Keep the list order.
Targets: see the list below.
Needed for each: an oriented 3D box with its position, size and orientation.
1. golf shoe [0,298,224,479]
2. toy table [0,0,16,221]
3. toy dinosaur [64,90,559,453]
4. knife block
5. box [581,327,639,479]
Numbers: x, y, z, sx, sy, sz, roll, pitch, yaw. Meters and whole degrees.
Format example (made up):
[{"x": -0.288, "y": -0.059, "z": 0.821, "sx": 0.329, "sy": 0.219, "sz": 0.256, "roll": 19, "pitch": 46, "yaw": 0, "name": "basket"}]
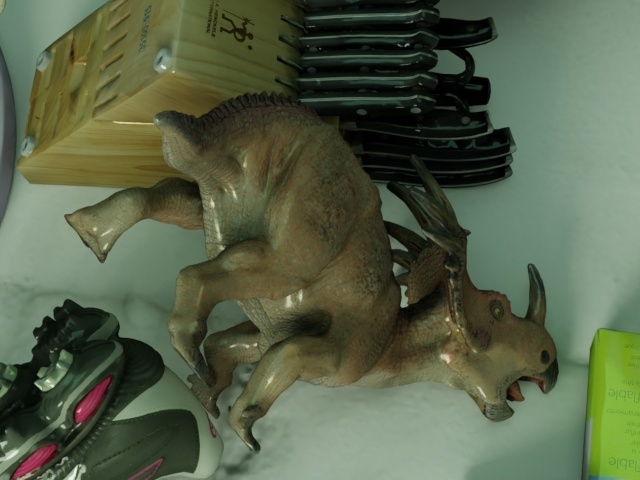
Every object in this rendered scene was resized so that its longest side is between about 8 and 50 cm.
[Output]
[{"x": -0.178, "y": 0.159, "z": 0.652, "sx": 0.273, "sy": 0.120, "sz": 0.105, "roll": -39, "pitch": 28, "yaw": 14, "name": "golf shoe"}, {"x": -0.295, "y": -0.098, "z": 0.742, "sx": 0.252, "sy": 0.161, "sz": 0.274, "roll": -20, "pitch": 67, "yaw": -3, "name": "toy table"}, {"x": 0.000, "y": 0.000, "z": 0.643, "sx": 0.200, "sy": 0.295, "sz": 0.127, "roll": -39, "pitch": 40, "yaw": -11, "name": "toy dinosaur"}, {"x": -0.025, "y": -0.078, "z": 0.759, "sx": 0.276, "sy": 0.242, "sz": 0.088, "roll": -20, "pitch": 56, "yaw": 47, "name": "knife block"}, {"x": 0.197, "y": 0.143, "z": 0.657, "sx": 0.109, "sy": 0.042, "sz": 0.178, "roll": 6, "pitch": 70, "yaw": 9, "name": "box"}]
